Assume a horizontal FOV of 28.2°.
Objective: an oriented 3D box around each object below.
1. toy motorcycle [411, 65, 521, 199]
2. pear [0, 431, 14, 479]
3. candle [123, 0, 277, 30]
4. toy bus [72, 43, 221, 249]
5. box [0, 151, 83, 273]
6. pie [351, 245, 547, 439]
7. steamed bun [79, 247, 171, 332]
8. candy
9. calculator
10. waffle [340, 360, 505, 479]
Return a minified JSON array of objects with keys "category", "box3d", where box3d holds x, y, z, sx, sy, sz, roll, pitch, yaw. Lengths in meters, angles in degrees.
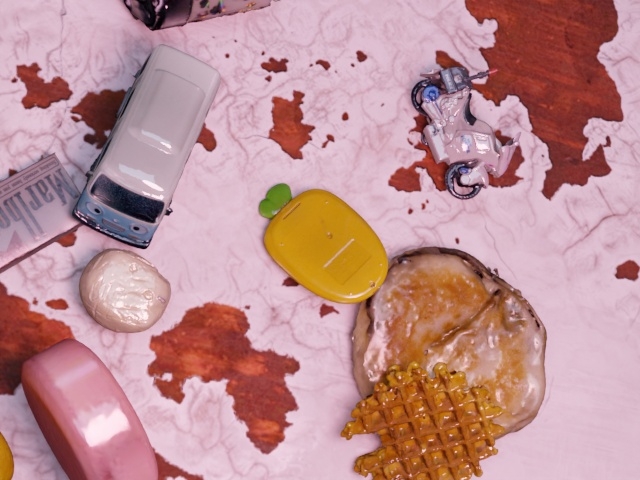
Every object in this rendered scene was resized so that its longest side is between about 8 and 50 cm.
[{"category":"toy motorcycle","box3d":[0.241,-0.185,2.071,0.150,0.102,0.221,-21,85,-9]},{"category":"pear","box3d":[-0.552,0.293,1.608,0.336,0.285,0.285,-5,79,-22]},{"category":"candle","box3d":[-0.145,-0.435,1.960,0.330,0.187,0.187,-15,83,-22]},{"category":"toy bus","box3d":[-0.247,-0.143,1.852,0.133,0.165,0.271,25,62,-11]},{"category":"box","box3d":[-0.432,-0.038,1.849,0.177,0.036,0.115,-33,90,-22]},{"category":"pie","box3d":[0.205,0.167,1.989,0.339,0.077,0.339,4,78,-20]},{"category":"steamed bun","box3d":[-0.287,0.077,1.839,0.130,0.091,0.112,31,72,-8]},{"category":"candy","box3d":[-0.308,0.257,1.709,0.094,0.255,0.255,-30,88,-22]},{"category":"calculator","box3d":[0.000,0.000,1.950,0.235,0.032,0.146,41,73,14]},{"category":"waffle","box3d":[0.153,0.284,1.890,0.229,0.051,0.231,28,113,-13]}]
